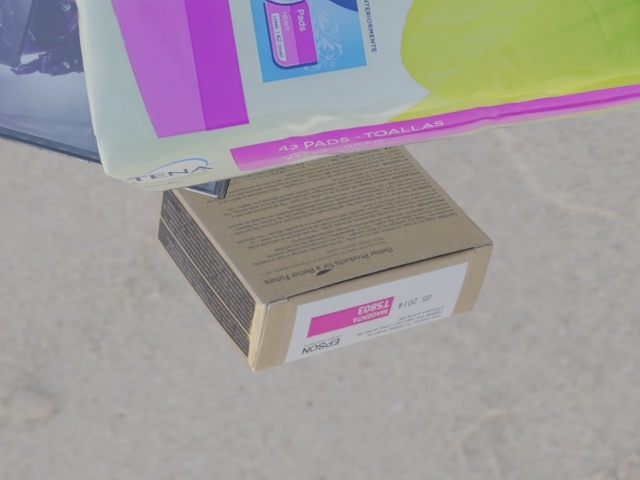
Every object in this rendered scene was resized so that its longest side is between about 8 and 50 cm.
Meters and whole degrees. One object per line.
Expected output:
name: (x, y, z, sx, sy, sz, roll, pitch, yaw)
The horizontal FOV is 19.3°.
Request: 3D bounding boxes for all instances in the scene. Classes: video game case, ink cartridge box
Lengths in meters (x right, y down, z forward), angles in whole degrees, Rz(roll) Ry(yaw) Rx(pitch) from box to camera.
video game case: (-0.166, -0.155, 1.201, 0.274, 0.026, 0.196, 15, 91, 12)
ink cartridge box: (0.000, 0.000, 1.659, 0.193, 0.234, 0.088, 52, 143, 38)

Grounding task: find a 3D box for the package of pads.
package of pads: (0.017, -0.181, 0.676, 0.229, 0.101, 0.296, -9, 88, 5)
